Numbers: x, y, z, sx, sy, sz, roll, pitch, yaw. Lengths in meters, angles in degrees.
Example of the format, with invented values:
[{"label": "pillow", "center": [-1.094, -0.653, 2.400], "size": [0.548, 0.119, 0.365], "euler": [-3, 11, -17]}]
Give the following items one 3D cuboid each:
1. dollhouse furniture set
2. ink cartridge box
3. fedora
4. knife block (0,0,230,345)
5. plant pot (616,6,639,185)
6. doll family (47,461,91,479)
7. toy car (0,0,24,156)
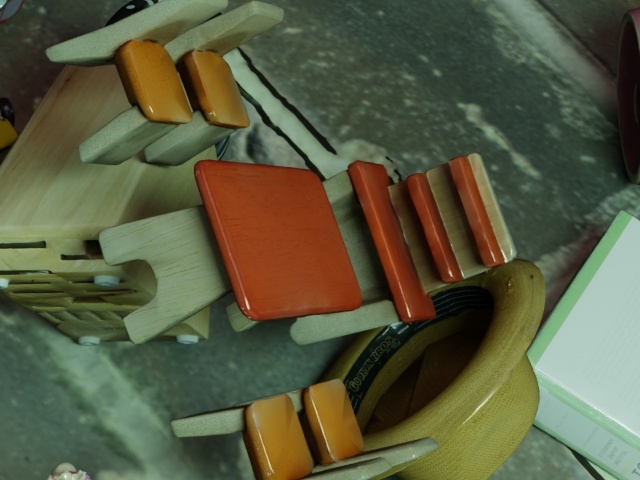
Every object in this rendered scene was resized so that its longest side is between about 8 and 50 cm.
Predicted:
[{"label": "dollhouse furniture set", "center": [0.000, 0.000, 0.943], "size": [0.259, 0.135, 0.262], "euler": [-2, 72, -68]}, {"label": "ink cartridge box", "center": [0.257, 0.102, 1.152], "size": [0.235, 0.056, 0.171], "euler": [33, 49, 8]}, {"label": "fedora", "center": [0.076, 0.095, 1.059], "size": [0.079, 0.194, 0.194], "euler": [51, 45, -19]}, {"label": "knife block", "center": [-0.119, -0.066, 1.053], "size": [0.088, 0.275, 0.242], "euler": [-2, 75, 11]}, {"label": "plant pot", "center": [0.314, -0.108, 1.270], "size": [0.180, 0.201, 0.201], "euler": [-2, 50, 1]}, {"label": "doll family", "center": [-0.057, 0.217, 0.825], "size": [0.118, 0.163, 0.263], "euler": [-21, 69, 19]}, {"label": "toy car", "center": [-0.305, -0.143, 1.185], "size": [0.225, 0.053, 0.239], "euler": [10, 48, -9]}]
